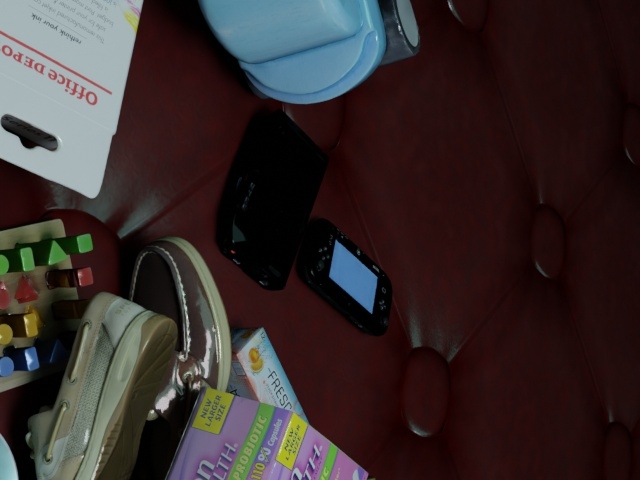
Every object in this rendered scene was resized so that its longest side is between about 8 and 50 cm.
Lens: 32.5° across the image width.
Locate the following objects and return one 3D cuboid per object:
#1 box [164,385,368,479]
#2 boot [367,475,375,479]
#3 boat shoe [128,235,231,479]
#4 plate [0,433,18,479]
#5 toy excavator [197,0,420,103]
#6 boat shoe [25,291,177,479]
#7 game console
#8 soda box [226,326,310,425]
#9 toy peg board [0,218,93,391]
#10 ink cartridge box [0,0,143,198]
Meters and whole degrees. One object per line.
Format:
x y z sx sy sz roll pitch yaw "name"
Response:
-0.069 0.307 1.201 0.243 0.117 0.214 51 56 -55 "box"
0.000 0.403 1.453 0.213 0.077 0.165 2 87 -51 "boot"
-0.183 0.168 1.225 0.123 0.123 0.342 -5 96 -52 "boat shoe"
-0.374 0.253 1.054 0.188 0.024 0.188 7 80 -49 "plate"
-0.075 -0.356 1.229 0.445 0.222 0.433 -41 117 -68 "toy excavator"
-0.248 0.202 1.136 0.302 0.098 0.109 -68 165 5 "boat shoe"
0.000 0.000 1.522 0.361 0.044 0.213 43 55 -40 "game console"
-0.075 0.200 1.397 0.063 0.058 0.183 -45 120 -43 "soda box"
-0.298 0.067 1.125 0.161 0.079 0.161 -17 99 -50 "toy peg board"
-0.300 -0.231 1.123 0.207 0.119 0.354 28 64 -47 "ink cartridge box"
